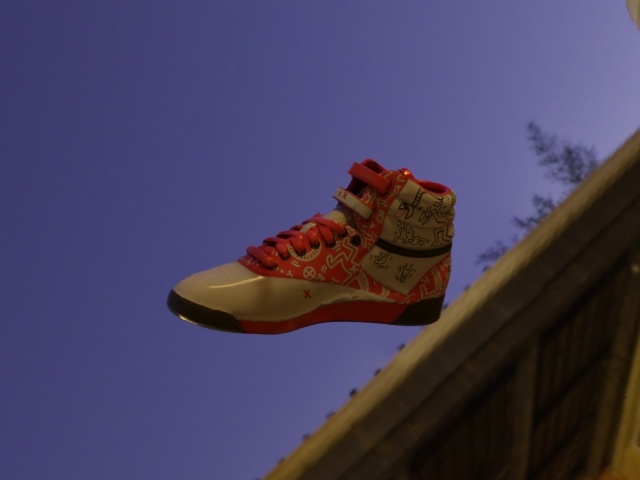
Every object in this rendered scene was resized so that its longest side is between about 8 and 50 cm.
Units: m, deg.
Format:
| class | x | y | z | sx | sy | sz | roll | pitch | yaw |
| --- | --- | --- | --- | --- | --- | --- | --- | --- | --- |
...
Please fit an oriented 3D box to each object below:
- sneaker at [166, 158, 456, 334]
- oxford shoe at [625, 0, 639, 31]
| class | x | y | z | sx | sy | sz | roll | pitch | yaw |
| --- | --- | --- | --- | --- | --- | --- | --- | --- | --- |
| sneaker | 0.000 | 0.000 | 0.840 | 0.270 | 0.090 | 0.145 | 1 | -72 | -27 |
| oxford shoe | 0.381 | -0.193 | 0.604 | 0.449 | 0.130 | 0.169 | -25 | -38 | -29 |
